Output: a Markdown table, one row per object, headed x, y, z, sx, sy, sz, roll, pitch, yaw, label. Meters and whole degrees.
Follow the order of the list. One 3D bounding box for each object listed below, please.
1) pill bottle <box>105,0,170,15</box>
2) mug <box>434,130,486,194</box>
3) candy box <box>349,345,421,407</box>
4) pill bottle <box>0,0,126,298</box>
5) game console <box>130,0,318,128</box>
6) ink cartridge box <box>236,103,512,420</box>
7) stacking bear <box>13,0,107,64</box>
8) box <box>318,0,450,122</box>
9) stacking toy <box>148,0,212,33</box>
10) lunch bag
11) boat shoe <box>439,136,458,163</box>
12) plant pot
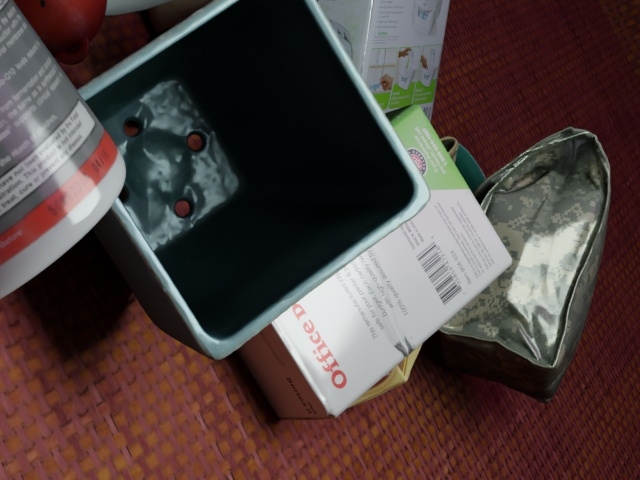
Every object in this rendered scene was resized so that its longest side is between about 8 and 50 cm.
| x | y | z | sx | sy | sz | roll | pitch | yaw | label |
| --- | --- | --- | --- | --- | --- | --- | --- | --- | --- |
| -0.222 | -0.419 | 1.828 | 0.204 | 0.204 | 0.361 | 0 | 67 | -64 | pill bottle |
| 0.146 | -0.060 | 2.354 | 0.129 | 0.097 | 0.158 | 15 | 52 | -59 | mug |
| 0.000 | 0.000 | 2.007 | 0.316 | 0.087 | 0.183 | 59 | 25 | -13 | candy box |
| -0.320 | -0.134 | 1.336 | 0.363 | 0.210 | 0.210 | 56 | 25 | -18 | pill bottle |
| -0.067 | -0.259 | 1.796 | 0.044 | 0.361 | 0.213 | 42 | 47 | 20 | game console |
| 0.028 | 0.023 | 1.853 | 0.273 | 0.115 | 0.198 | -38 | 103 | -29 | ink cartridge box |
| -0.207 | -0.298 | 1.623 | 0.164 | 0.175 | 0.289 | 78 | 32 | -80 | stacking bear |
| 0.051 | -0.239 | 2.169 | 0.262 | 0.126 | 0.231 | -18 | 118 | -66 | box |
| -0.098 | -0.318 | 2.085 | 0.141 | 0.141 | 0.330 | 54 | 21 | -21 | stacking toy |
| 0.247 | 0.019 | 2.179 | 0.235 | 0.169 | 0.287 | 68 | 42 | -75 | lunch bag |
| 0.100 | -0.080 | 2.240 | 0.056 | 0.153 | 0.048 | 56 | -22 | 22 | boat shoe |
| -0.105 | -0.069 | 1.633 | 0.248 | 0.247 | 0.252 | 58 | -19 | -13 | plant pot |
